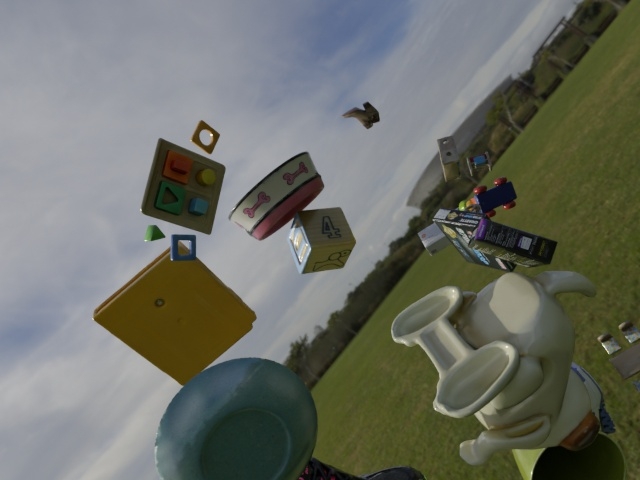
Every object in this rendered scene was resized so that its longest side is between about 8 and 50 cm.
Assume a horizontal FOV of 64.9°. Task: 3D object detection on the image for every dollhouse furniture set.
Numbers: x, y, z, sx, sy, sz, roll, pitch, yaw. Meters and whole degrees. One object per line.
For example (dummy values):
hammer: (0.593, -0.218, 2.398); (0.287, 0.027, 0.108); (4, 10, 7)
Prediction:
dollhouse furniture set: (1.020, 0.334, 1.550); (0.242, 0.212, 0.161); (-39, -40, 20)
dollhouse furniture set: (0.571, -0.340, 1.999); (0.183, 0.129, 0.129); (-13, -31, 13)

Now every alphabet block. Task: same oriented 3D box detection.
alphabet block: (0.000, 0.000, 2.015); (0.197, 0.194, 0.192); (-6, -33, -24)

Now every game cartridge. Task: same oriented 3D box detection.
game cartridge: (-0.365, 0.199, 1.316); (0.285, 0.324, 0.053); (-39, 31, 0)

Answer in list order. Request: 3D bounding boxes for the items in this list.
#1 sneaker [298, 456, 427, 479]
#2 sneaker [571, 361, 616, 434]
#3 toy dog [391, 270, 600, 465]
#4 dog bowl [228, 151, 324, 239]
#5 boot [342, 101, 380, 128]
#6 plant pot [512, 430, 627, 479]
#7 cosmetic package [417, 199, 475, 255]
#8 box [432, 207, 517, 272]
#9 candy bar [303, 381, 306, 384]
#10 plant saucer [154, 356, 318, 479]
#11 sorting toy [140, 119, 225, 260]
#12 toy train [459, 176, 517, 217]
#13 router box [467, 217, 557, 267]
sneaker: (-0.010, 0.538, 1.022); (0.185, 0.482, 0.202); (-108, 12, -65)
sneaker: (0.814, 0.548, 1.627); (0.182, 0.316, 0.127); (-33, 15, -5)
toy dog: (0.395, 0.265, 1.026); (0.395, 0.408, 0.284); (-42, 31, -4)
dog bowl: (-0.156, -0.158, 1.969); (0.408, 0.150, 0.408); (-40, 0, 0)
boot: (0.145, -0.426, 1.753); (0.118, 0.087, 0.042); (-21, 33, 22)
plant pot: (0.686, 0.614, 1.502); (0.275, 0.274, 0.293); (-52, 10, 4)
cosmetic package: (0.498, -0.049, 1.925); (0.239, 0.060, 0.099); (-34, 34, 13)
box: (0.454, -0.003, 1.472); (0.051, 0.220, 0.175); (-53, 31, -13)
candy bar: (-0.103, 0.400, 1.380); (0.161, 0.018, 0.040); (-9, 37, 44)
plant saucer: (-0.087, 0.233, 0.575); (0.195, 0.195, 0.037); (-50, 19, -11)
sorting toy: (-0.308, -0.125, 1.175); (0.196, 0.047, 0.348); (21, -106, -44)
toy train: (0.503, -0.117, 1.648); (0.247, 0.105, 0.143); (-22, 2, -20)
router box: (0.355, 0.008, 0.954); (0.179, 0.133, 0.046); (24, -95, -77)
